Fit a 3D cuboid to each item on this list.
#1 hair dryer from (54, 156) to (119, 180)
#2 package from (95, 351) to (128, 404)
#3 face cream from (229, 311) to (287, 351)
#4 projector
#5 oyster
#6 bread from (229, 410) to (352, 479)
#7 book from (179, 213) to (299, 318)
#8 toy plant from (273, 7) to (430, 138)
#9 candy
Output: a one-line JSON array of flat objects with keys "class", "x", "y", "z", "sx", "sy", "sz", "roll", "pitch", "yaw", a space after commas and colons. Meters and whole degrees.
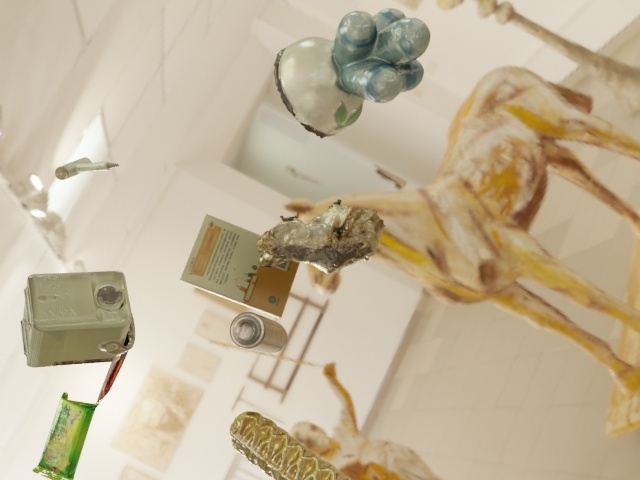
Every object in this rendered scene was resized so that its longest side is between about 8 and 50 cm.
[{"class": "hair dryer", "x": -0.640, "y": -0.212, "z": 2.183, "sx": 0.155, "sy": 0.183, "sz": 0.044, "roll": -64, "pitch": -32, "yaw": -70}, {"class": "package", "x": -0.497, "y": 0.313, "z": 1.834, "sx": 0.083, "sy": 0.022, "sz": 0.200, "roll": -44, "pitch": 21, "yaw": 46}, {"class": "face cream", "x": -0.122, "y": 0.198, "z": 1.607, "sx": 0.073, "sy": 0.073, "sz": 0.283, "roll": -63, "pitch": -12, "yaw": -6}, {"class": "projector", "x": -0.523, "y": 0.170, "z": 1.672, "sx": 0.177, "sy": 0.243, "sz": 0.163, "roll": -60, "pitch": 39, "yaw": 44}, {"class": "oyster", "x": 0.001, "y": -0.006, "z": 1.974, "sx": 0.133, "sy": 0.337, "sz": 0.197, "roll": -100, "pitch": 11, "yaw": -60}, {"class": "bread", "x": -0.041, "y": 0.403, "z": 1.341, "sx": 0.077, "sy": 0.368, "sz": 0.084, "roll": -29, "pitch": -56, "yaw": -31}, {"class": "book", "x": -0.213, "y": 0.070, "z": 2.105, "sx": 0.020, "sy": 0.296, "sz": 0.207, "roll": 132, "pitch": 158, "yaw": -67}, {"class": "toy plant", "x": 0.092, "y": -0.381, "z": 1.627, "sx": 0.332, "sy": 0.247, "sz": 0.247, "roll": -21, "pitch": 32, "yaw": 38}, {"class": "candy", "x": -0.531, "y": 0.415, "z": 1.596, "sx": 0.032, "sy": 0.102, "sz": 0.178, "roll": 31, "pitch": -105, "yaw": -64}]
